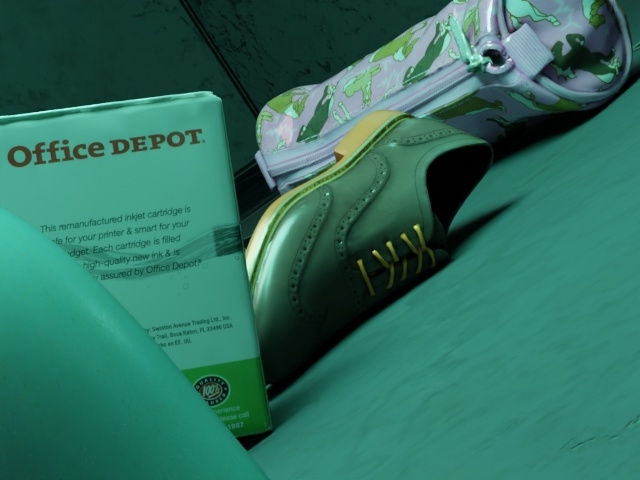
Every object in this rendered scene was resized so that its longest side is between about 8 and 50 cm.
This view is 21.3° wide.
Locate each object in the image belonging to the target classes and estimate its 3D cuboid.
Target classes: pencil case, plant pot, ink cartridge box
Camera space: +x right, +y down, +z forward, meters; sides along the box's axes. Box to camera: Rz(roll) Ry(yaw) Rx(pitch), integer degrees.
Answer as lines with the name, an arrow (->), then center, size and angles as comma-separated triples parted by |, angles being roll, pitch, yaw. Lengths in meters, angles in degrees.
pencil case -> 0.102, -0.131, 1.564 | 0.386, 0.167, 0.160 | -26, 47, 50
plant pot -> -0.196, 0.113, 0.791 | 0.293, 0.235, 0.293 | -32, 7, 4
ink cartridge box -> -0.124, 0.024, 1.037 | 0.153, 0.208, 0.087 | -7, 0, -13

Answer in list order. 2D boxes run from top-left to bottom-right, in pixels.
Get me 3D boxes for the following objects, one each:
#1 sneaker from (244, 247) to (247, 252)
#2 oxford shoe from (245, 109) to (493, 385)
sneaker -> -0.146, 0.074, 1.718 | 0.188, 0.066, 0.071 | -37, 22, 15
oxford shoe -> 0.029, 0.001, 1.184 | 0.098, 0.097, 0.271 | 9, 47, 33
